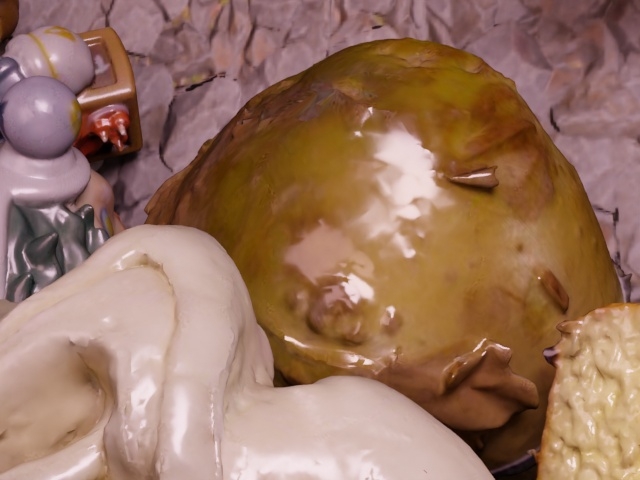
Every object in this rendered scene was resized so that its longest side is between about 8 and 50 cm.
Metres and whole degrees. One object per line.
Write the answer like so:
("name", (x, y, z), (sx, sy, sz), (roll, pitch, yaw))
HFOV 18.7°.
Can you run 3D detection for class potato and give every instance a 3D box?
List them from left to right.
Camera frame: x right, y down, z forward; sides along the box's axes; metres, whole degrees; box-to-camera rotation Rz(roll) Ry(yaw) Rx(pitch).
("potato", (0.000, 0.000, 1.046), (0.300, 0.196, 0.246), (-8, 42, 32))

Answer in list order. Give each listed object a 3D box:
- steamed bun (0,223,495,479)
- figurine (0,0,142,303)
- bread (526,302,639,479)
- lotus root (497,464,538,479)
("steamed bun", (-0.094, 0.177, 0.901), (0.352, 0.247, 0.339), (52, 141, 11))
("figurine", (-0.199, -0.027, 1.241), (0.186, 0.261, 0.382), (-11, 56, -1))
("bread", (0.207, 0.193, 0.943), (0.194, 0.179, 0.340), (9, 90, 36))
("lotus root", (0.071, 0.154, 1.073), (0.138, 0.138, 0.214), (-45, 49, 20))
